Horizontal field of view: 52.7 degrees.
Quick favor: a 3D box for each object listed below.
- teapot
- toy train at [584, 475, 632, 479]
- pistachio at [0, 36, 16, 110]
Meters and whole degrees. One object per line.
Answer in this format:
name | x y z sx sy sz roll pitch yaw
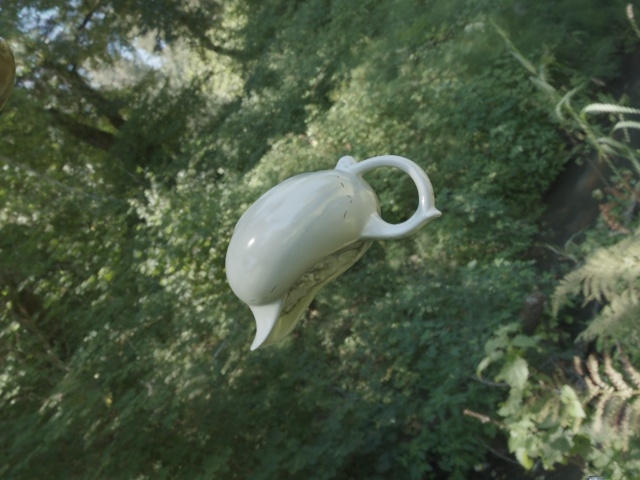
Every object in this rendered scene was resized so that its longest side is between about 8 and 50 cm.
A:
teapot | 0.000 0.000 0.789 0.300 0.165 0.208 -32 -24 23
toy train | 0.319 0.357 0.689 0.060 0.081 0.202 -27 59 53
pistachio | -0.429 -0.166 0.717 0.226 0.136 0.136 -33 16 29
